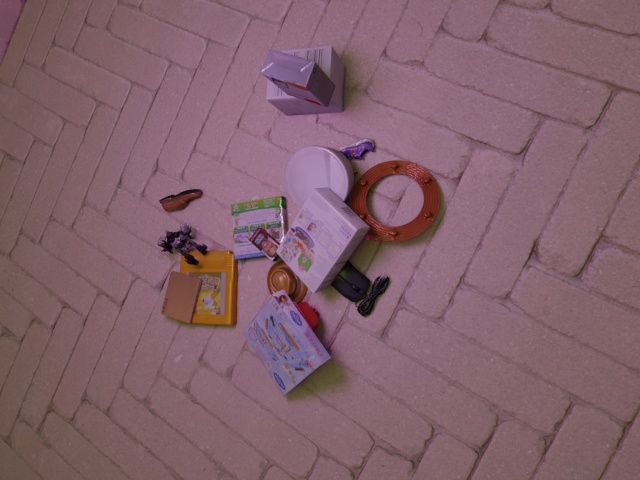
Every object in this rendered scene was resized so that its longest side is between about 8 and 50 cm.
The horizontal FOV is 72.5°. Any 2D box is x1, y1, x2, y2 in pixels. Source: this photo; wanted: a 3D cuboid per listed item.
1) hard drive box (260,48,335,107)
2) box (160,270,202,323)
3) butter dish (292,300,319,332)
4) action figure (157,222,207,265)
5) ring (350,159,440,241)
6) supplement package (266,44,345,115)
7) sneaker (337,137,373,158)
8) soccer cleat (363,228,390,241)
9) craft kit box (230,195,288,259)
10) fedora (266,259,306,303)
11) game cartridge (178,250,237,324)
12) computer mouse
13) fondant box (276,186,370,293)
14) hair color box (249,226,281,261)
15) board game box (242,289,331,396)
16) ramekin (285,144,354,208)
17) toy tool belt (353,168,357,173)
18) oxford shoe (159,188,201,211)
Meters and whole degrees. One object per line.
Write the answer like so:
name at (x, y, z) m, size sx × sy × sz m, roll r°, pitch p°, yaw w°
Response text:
hard drive box at (-0.072, -0.568, 1.539) m, size 0.181 × 0.232 × 0.089 m, roll 23°, pitch 98°, yaw 19°
box at (-0.620, 0.252, 1.944) m, size 0.164 × 0.021 × 0.201 m, roll 13°, pitch 88°, yaw 21°
butter dish at (-0.060, 0.311, 1.744) m, size 0.160 × 0.118 × 0.160 m, roll 55°, pitch 145°, yaw 13°
action figure at (-0.623, 0.000, 1.932) m, size 0.275 × 0.141 × 0.164 m, roll 26°, pitch 62°, yaw 34°
ring at (0.279, -0.158, 1.652) m, size 0.336 × 0.032 × 0.337 m, roll -4°, pitch 71°, yaw 12°
supplement package at (-0.054, -0.638, 1.766) m, size 0.262 × 0.199 × 0.198 m, roll 2°, pitch 88°, yaw 20°
sneaker at (0.132, -0.352, 1.749) m, size 0.169 × 0.068 × 0.071 m, roll -19°, pitch 85°, yaw 17°
soccer cleat at (0.180, -0.042, 1.701) m, size 0.247 × 0.083 × 0.095 m, roll -4°, pitch 80°, yaw 22°
craft kit box at (-0.260, -0.051, 1.873) m, size 0.249 × 0.061 × 0.247 m, roll -7°, pitch 86°, yaw 19°
fedora at (-0.151, 0.174, 1.801) m, size 0.194 × 0.079 × 0.195 m, roll -1°, pitch 86°, yaw 20°
game cartridge at (-0.503, 0.207, 1.941) m, size 0.285 × 0.052 × 0.324 m, roll -2°, pitch 86°, yaw 20°
computer mouse at (0.115, 0.153, 1.711) m, size 0.272 × 0.072 × 0.189 m, roll 35°, pitch 98°, yaw 19°
fondant box at (0.000, 0.000, 1.647) m, size 0.238 × 0.096 × 0.330 m, roll 46°, pitch 121°, yaw 21°
hair color box at (-0.220, 0.016, 1.802) m, size 0.141 × 0.043 × 0.072 m, roll 39°, pitch 98°, yaw 18°
board game box at (-0.145, 0.407, 1.714) m, size 0.319 × 0.065 × 0.318 m, roll 54°, pitch 132°, yaw 15°
ramekin at (0.008, -0.243, 1.715) m, size 0.272 × 0.127 × 0.273 m, roll 9°, pitch 111°, yaw 25°
toy tool belt at (0.104, -0.284, 1.761) m, size 0.083 × 0.052 × 0.051 m, roll -18°, pitch 88°, yaw 17°
oxford shoe at (-0.637, -0.186, 2.023) m, size 0.212 × 0.076 × 0.076 m, roll -15°, pitch 111°, yaw 16°
